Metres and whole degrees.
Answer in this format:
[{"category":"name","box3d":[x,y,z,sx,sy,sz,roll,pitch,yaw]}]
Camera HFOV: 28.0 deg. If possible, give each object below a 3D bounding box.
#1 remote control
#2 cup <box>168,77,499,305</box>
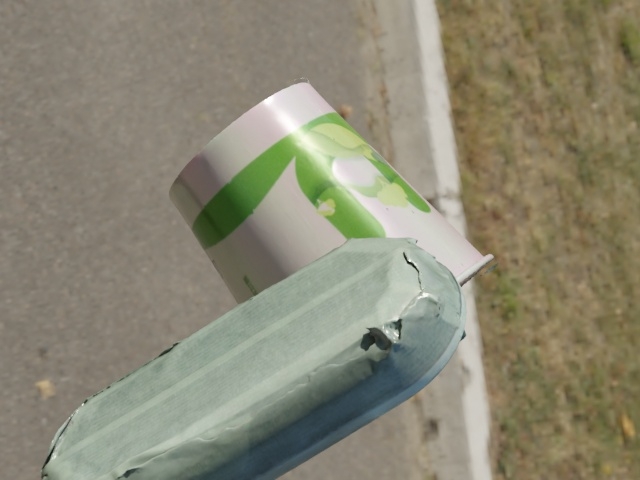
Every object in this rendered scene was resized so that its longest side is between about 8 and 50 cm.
[{"category":"remote control","box3d":[-0.038,0.079,0.670,0.052,0.247,0.104,54,7,-36]},{"category":"cup","box3d":[0.000,0.000,1.307,0.274,0.253,0.253,51,28,8]}]
